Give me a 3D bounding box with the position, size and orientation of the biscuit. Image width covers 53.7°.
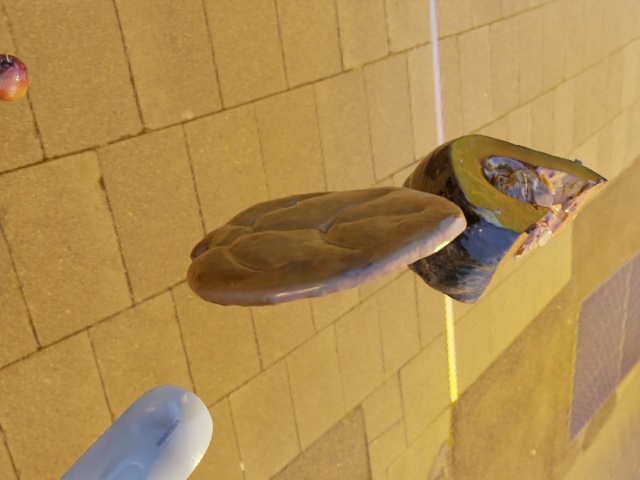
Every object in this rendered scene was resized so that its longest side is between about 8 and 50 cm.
[{"bbox_3d":[-0.001,-0.005,0.566,0.203,0.260,0.041,-49,128,-58],"label":"biscuit"}]

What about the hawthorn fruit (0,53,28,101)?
[{"bbox_3d":[-0.507,-0.264,1.020,0.077,0.077,0.077,-14,109,-46],"label":"hawthorn fruit"}]

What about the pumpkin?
[{"bbox_3d":[0.235,-0.018,0.783,0.281,0.139,0.190,12,45,-14],"label":"pumpkin"}]

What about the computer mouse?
[{"bbox_3d":[-0.245,0.296,0.840,0.128,0.079,0.231,41,69,-4],"label":"computer mouse"}]
